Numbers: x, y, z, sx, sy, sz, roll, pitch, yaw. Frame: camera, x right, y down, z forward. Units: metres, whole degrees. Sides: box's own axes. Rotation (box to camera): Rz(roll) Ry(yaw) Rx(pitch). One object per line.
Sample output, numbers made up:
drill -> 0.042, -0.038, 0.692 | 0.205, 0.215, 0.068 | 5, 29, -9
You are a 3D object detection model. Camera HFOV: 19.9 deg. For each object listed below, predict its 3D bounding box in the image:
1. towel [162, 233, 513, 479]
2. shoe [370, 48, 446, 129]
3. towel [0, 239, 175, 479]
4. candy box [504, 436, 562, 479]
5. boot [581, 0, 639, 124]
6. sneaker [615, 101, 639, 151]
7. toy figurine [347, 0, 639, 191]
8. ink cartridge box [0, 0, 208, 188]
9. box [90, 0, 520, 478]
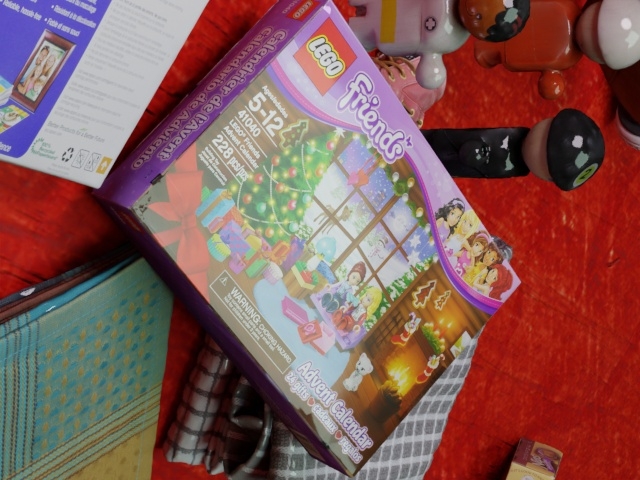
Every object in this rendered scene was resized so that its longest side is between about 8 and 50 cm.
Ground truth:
towel -> 0.028, 0.087, 1.470 | 0.284, 0.121, 0.235 | 4, 111, -57
shoe -> 0.042, -0.121, 1.381 | 0.081, 0.063, 0.178 | -59, 154, -8
towel -> -0.216, 0.189, 1.272 | 0.271, 0.040, 0.370 | -27, 137, -44
candy box -> 0.200, 0.313, 1.941 | 0.109, 0.053, 0.186 | -34, 142, -75
boot -> 0.252, -0.233, 1.519 | 0.096, 0.264, 0.280 | -37, 170, -5
sneaker -> 0.386, -0.212, 1.776 | 0.268, 0.101, 0.153 | -45, 149, -21
toy figurine -> 0.138, -0.159, 1.330 | 0.213, 0.148, 0.209 | -59, 136, -36
ink cartridge box -> -0.140, -0.140, 1.067 | 0.208, 0.045, 0.206 | -58, 157, 6
box -> 0.000, 0.000, 1.277 | 0.201, 0.057, 0.293 | -48, 125, -16
